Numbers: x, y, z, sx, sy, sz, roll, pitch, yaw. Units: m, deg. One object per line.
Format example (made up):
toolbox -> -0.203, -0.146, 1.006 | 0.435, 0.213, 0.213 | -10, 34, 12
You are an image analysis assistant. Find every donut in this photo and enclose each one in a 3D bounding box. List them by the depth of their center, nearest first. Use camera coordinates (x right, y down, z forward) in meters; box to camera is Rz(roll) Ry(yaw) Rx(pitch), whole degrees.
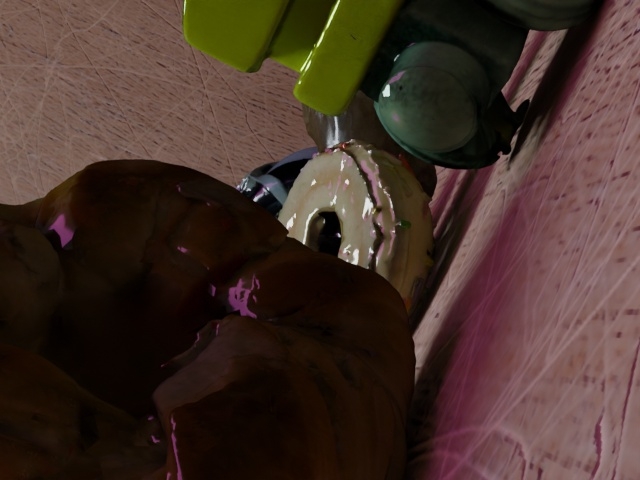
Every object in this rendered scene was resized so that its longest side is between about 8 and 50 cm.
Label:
donut -> -0.113, 0.091, 0.713 | 0.360, 0.360, 0.170 | -65, -15, -52
donut -> 0.029, 0.006, 1.013 | 0.174, 0.068, 0.175 | -19, 67, 55

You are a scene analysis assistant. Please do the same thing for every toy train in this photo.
toy train -> 0.070, -0.244, 0.914 | 0.179, 0.272, 0.442 | -60, 3, 46

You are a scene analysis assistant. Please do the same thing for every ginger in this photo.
ginger -> 0.041, -0.067, 1.097 | 0.080, 0.166, 0.333 | -8, -60, -40

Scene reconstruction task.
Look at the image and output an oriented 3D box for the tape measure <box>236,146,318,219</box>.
tape measure -> 0.004, -0.001, 1.266 | 0.107, 0.181, 0.182 | -59, -41, -56
